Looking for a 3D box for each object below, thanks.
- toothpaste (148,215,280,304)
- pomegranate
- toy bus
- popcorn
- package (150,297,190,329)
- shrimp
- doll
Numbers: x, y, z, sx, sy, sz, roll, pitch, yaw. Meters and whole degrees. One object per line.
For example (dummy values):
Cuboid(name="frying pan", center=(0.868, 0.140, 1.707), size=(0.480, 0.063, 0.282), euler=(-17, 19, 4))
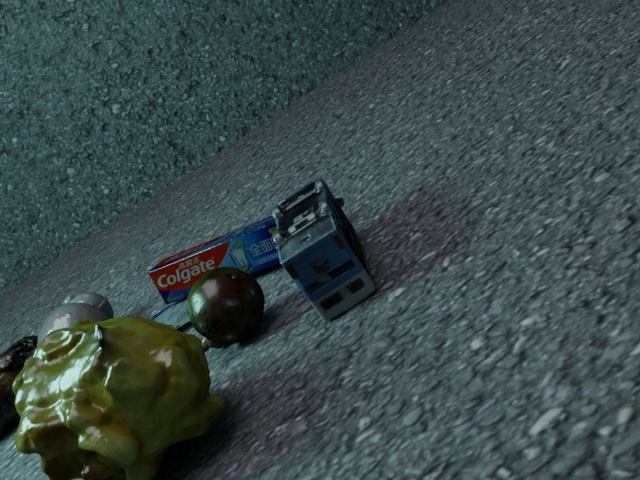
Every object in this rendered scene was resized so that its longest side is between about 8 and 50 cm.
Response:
Cuboid(name="toothpaste", center=(-0.163, 0.029, 1.556), size=(0.320, 0.076, 0.066), euler=(-21, 15, 25))
Cuboid(name="pomegranate", center=(-0.141, 0.104, 1.306), size=(0.130, 0.130, 0.130), euler=(-31, 16, 10))
Cuboid(name="toy bus", center=(0.000, 0.000, 1.278), size=(0.106, 0.131, 0.297), euler=(-33, 15, 7))
Cuboid(name="popcorn", center=(-0.258, 0.198, 1.082), size=(0.286, 0.215, 0.252), euler=(-15, 19, 40))
Cuboid(name="package", center=(-0.271, 0.140, 1.595), size=(0.171, 0.027, 0.173), euler=(-33, 13, 15))
Cuboid(name="shrimp", center=(-0.657, 0.327, 1.654), size=(0.372, 0.137, 0.172), euler=(-37, -8, -26))
Cuboid(name="doll", center=(-0.468, 0.172, 1.692), size=(0.151, 0.151, 0.287), euler=(-35, 13, -1))
